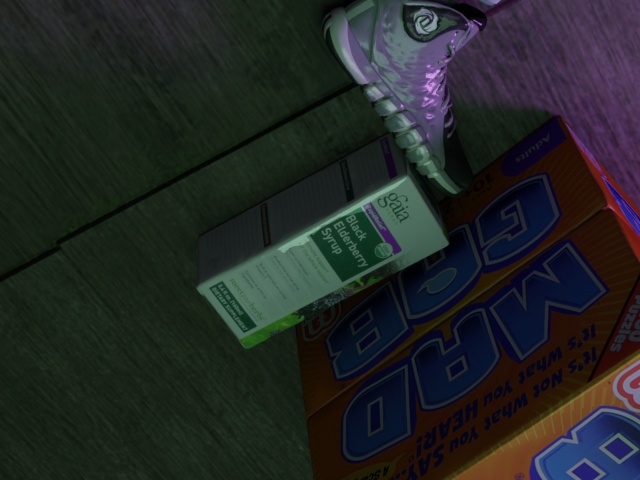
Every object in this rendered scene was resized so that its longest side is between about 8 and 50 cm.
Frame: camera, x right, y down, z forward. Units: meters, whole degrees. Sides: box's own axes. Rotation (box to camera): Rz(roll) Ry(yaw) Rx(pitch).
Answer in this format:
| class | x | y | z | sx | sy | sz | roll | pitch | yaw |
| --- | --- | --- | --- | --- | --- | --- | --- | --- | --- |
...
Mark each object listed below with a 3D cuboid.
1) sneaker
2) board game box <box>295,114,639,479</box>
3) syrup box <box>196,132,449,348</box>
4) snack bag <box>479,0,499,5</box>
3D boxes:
| class | x | y | z | sx | sy | sz | roll | pitch | yaw |
| --- | --- | --- | --- | --- | --- | --- | --- | --- | --- |
| sneaker | 0.113 | -0.149 | 1.154 | 0.132 | 0.086 | 0.228 | -34 | 119 | 13 |
| board game box | 0.232 | 0.176 | 1.215 | 0.356 | 0.356 | 0.356 | -38 | 119 | 17 |
| syrup box | 0.000 | 0.000 | 1.231 | 0.237 | 0.096 | 0.093 | -27 | 121 | 13 |
| snack bag | 0.112 | -0.393 | 1.022 | 0.323 | 0.037 | 0.342 | 23 | 117 | -19 |
